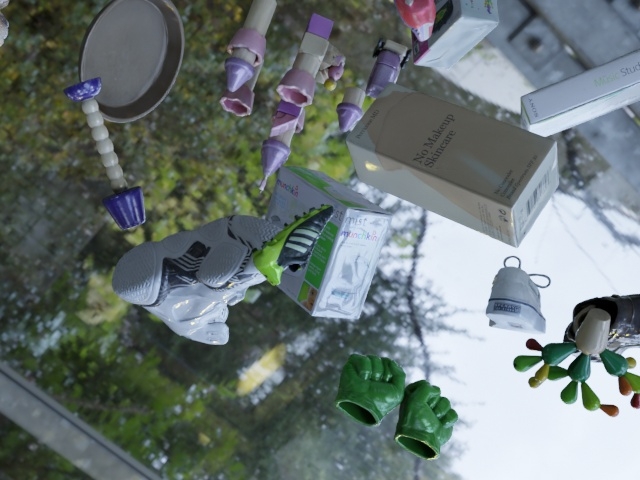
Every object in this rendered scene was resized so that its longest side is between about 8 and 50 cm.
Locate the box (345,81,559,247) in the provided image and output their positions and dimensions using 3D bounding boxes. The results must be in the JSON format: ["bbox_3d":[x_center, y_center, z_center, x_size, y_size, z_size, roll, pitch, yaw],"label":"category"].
[{"bbox_3d":[0.211,-0.126,1.490,0.311,0.121,0.148,24,-112,28],"label":"box"}]

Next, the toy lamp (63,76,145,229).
[{"bbox_3d":[-0.390,-0.155,1.687,0.080,0.275,0.080,-19,-171,3],"label":"toy lamp"}]

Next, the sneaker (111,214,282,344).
[{"bbox_3d":[-0.179,0.076,1.669,0.365,0.210,0.137,-12,-128,26],"label":"sneaker"}]

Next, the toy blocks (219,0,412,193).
[{"bbox_3d":[-0.039,-0.241,1.702,0.288,0.308,0.260,119,-10,-71],"label":"toy blocks"}]

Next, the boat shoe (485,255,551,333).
[{"bbox_3d":[0.430,0.114,2.028,0.135,0.367,0.157,8,-100,20],"label":"boat shoe"}]

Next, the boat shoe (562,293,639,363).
[{"bbox_3d":[0.569,0.164,1.869,0.355,0.130,0.132,127,-23,-69],"label":"boat shoe"}]

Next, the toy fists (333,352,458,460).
[{"bbox_3d":[0.165,0.334,1.932,0.096,0.279,0.142,-47,-165,52],"label":"toy fists"}]

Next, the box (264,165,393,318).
[{"bbox_3d":[0.000,0.000,1.880,0.262,0.126,0.231,37,-65,50],"label":"box"}]

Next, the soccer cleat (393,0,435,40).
[{"bbox_3d":[0.162,-0.486,1.779,0.083,0.095,0.248,-16,-131,-2],"label":"soccer cleat"}]

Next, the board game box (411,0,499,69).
[{"bbox_3d":[0.272,-0.551,1.953,0.224,0.097,0.304,143,-52,-63],"label":"board game box"}]

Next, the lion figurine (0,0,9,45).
[{"bbox_3d":[-0.413,-0.459,1.311,0.392,0.142,0.240,-45,-172,33],"label":"lion figurine"}]

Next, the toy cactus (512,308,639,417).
[{"bbox_3d":[0.430,0.188,1.488,0.112,0.218,0.181,-55,158,-56],"label":"toy cactus"}]

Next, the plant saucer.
[{"bbox_3d":[-0.386,-0.375,1.868,0.041,0.278,0.278,27,-109,28],"label":"plant saucer"}]

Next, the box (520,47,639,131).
[{"bbox_3d":[0.466,-0.249,1.610,0.232,0.059,0.322,-21,175,12],"label":"box"}]

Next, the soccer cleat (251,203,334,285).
[{"bbox_3d":[-0.035,0.005,1.464,0.179,0.072,0.060,-39,-167,-34],"label":"soccer cleat"}]
